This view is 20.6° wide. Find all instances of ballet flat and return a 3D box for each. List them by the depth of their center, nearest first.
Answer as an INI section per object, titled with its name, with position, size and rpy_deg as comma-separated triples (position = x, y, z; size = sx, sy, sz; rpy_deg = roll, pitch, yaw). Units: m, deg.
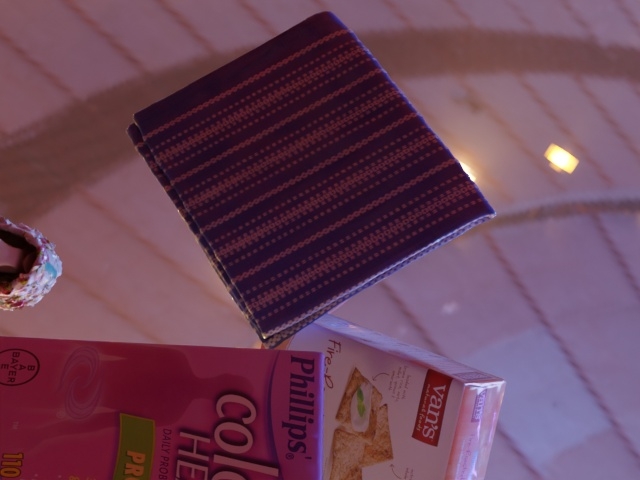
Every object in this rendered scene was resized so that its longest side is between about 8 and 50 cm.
[ballet flat]
position = -0.315, -0.002, 1.337
size = 0.241, 0.077, 0.091
rpy_deg = 7, -103, -11

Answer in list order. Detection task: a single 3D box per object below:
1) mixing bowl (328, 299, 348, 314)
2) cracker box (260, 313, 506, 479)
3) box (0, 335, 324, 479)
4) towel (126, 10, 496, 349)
[mixing bowl]
position = 0.000, 0.000, 1.951
size = 0.098, 0.181, 0.181
rpy_deg = -17, -132, -5
[cracker box]
position = 0.040, 0.163, 1.551
size = 0.232, 0.155, 0.067
rpy_deg = 18, -170, 39
[box]
position = -0.121, 0.182, 1.161
size = 0.243, 0.117, 0.213
rpy_deg = 4, -137, -2
[towel]
position = -0.019, -0.067, 1.648
size = 0.243, 0.040, 0.336
rpy_deg = -30, -131, -5
